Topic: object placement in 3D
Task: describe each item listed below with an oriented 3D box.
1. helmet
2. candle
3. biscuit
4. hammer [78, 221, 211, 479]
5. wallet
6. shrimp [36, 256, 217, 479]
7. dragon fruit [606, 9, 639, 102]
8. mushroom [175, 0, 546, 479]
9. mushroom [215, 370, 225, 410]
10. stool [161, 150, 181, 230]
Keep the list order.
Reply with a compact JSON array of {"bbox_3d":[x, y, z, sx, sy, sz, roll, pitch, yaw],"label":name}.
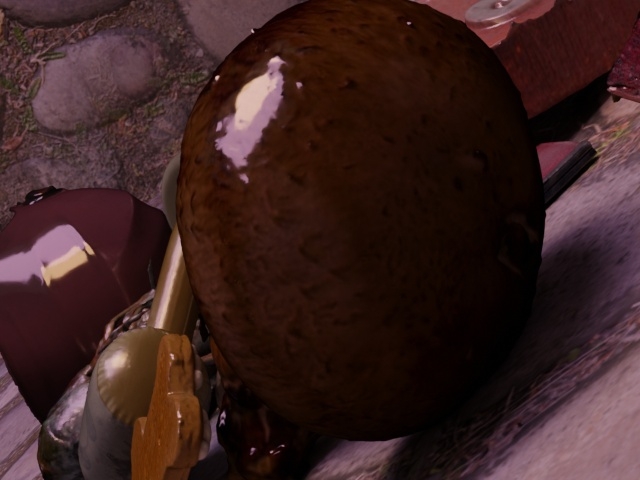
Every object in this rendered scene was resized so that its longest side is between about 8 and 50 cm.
[{"bbox_3d":[-0.240,0.057,2.076,0.197,0.271,0.338,-19,14,23],"label":"helmet"},{"bbox_3d":[0.189,-0.182,1.763,0.317,0.131,0.287,-23,16,15],"label":"candle"},{"bbox_3d":[-0.129,0.194,1.458,0.158,0.035,0.240,-98,21,-49],"label":"biscuit"},{"bbox_3d":[-0.141,0.085,1.682,0.202,0.113,0.305,115,171,-54],"label":"hammer"},{"bbox_3d":[0.138,-0.005,1.592,0.232,0.025,0.119,-43,11,-10],"label":"wallet"},{"bbox_3d":[-0.137,0.120,1.828,0.372,0.137,0.172,-50,51,-1],"label":"shrimp"},{"bbox_3d":[0.309,-0.158,1.464,0.102,0.096,0.147,-38,-24,-37],"label":"dragon fruit"},{"bbox_3d":[0.016,-0.015,1.351,0.331,0.334,0.356,-48,23,-22],"label":"mushroom"},{"bbox_3d":[-0.038,0.083,1.684,0.116,0.093,0.225,-60,5,32],"label":"mushroom"},{"bbox_3d":[-0.050,-0.066,2.052,0.195,0.195,0.198,-30,11,47],"label":"stool"}]
